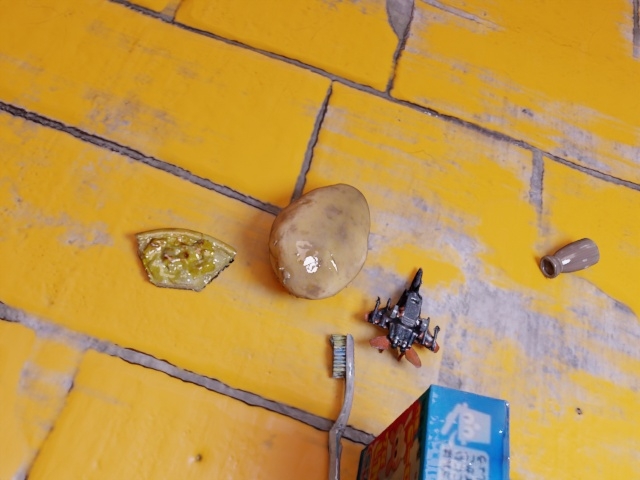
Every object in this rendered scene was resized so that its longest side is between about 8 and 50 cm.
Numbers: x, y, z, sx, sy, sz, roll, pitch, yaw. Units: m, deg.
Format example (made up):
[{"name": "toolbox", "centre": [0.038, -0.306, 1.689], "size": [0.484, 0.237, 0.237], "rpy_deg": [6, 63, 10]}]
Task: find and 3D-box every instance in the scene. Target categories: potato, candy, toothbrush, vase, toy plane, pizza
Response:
[{"name": "potato", "centre": [-0.004, -0.003, 1.058], "size": [0.161, 0.128, 0.235], "rpy_deg": [26, 51, -18]}, {"name": "candy", "centre": [0.120, 0.300, 0.800], "size": [0.100, 0.306, 0.157], "rpy_deg": [13, 58, -5]}, {"name": "toothbrush", "centre": [0.021, 0.322, 0.922], "size": [0.042, 0.035, 0.414], "rpy_deg": [-1, 58, 8]}, {"name": "vase", "centre": [0.447, 0.034, 1.193], "size": [0.100, 0.053, 0.053], "rpy_deg": [-19, 67, -20]}, {"name": "toy plane", "centre": [0.143, 0.109, 1.061], "size": [0.130, 0.061, 0.189], "rpy_deg": [24, 57, 0]}, {"name": "pizza", "centre": [-0.211, 0.026, 1.028], "size": [0.159, 0.036, 0.099], "rpy_deg": [9, 59, -10]}]
